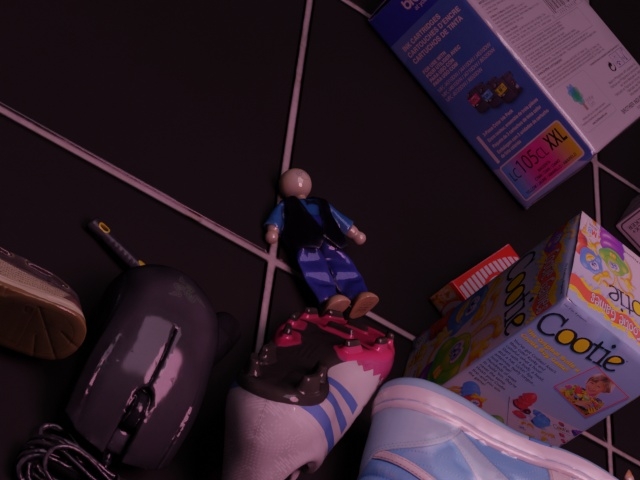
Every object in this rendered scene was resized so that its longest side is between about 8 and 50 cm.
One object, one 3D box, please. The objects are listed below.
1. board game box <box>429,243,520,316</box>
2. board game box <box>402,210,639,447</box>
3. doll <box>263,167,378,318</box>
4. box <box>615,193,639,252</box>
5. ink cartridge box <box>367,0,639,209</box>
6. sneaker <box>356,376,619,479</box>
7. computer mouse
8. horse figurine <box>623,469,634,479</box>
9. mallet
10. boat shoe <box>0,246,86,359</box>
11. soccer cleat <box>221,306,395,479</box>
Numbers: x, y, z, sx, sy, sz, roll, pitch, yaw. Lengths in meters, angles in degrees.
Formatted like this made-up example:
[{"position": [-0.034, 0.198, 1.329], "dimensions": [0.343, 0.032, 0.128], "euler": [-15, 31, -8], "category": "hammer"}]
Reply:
[{"position": [0.234, 0.112, 1.857], "dimensions": [0.193, 0.045, 0.147], "euler": [53, 38, 6], "category": "board game box"}, {"position": [0.224, 0.122, 1.655], "dimensions": [0.144, 0.275, 0.142], "euler": [38, 40, -14], "category": "board game box"}, {"position": [0.000, 0.000, 1.728], "dimensions": [0.129, 0.046, 0.189], "euler": [-4, 55, -35], "category": "doll"}, {"position": [0.571, 0.023, 2.158], "dimensions": [0.290, 0.169, 0.087], "euler": [46, 36, -1], "category": "box"}, {"position": [0.248, -0.270, 2.106], "dimensions": [0.395, 0.151, 0.270], "euler": [52, 38, 2], "category": "ink cartridge box"}, {"position": [0.166, 0.293, 1.545], "dimensions": [0.319, 0.127, 0.208], "euler": [26, 56, 0], "category": "sneaker"}, {"position": [-0.152, 0.129, 1.424], "dimensions": [0.188, 0.072, 0.272], "euler": [27, 52, -21], "category": "computer mouse"}, {"position": [0.404, 0.333, 1.765], "dimensions": [0.263, 0.066, 0.174], "euler": [3, 40, -22], "category": "horse figurine"}, {"position": [-0.154, 0.044, 1.558], "dimensions": [0.189, 0.039, 0.062], "euler": [49, 39, 7], "category": "mallet"}, {"position": [-0.312, 0.035, 1.387], "dimensions": [0.224, 0.080, 0.073], "euler": [26, 20, -20], "category": "boat shoe"}, {"position": [-0.020, 0.159, 1.544], "dimensions": [0.116, 0.143, 0.331], "euler": [20, 13, 16], "category": "soccer cleat"}]
